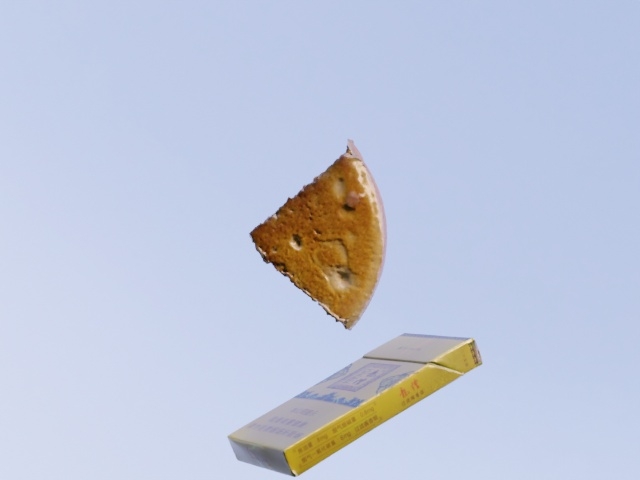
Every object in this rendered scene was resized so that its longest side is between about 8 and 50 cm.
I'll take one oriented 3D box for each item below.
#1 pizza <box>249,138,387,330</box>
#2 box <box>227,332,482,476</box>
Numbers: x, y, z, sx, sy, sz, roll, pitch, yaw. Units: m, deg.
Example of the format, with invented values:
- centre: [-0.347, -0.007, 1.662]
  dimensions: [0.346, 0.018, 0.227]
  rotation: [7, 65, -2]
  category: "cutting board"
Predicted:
- centre: [0.000, 0.000, 1.018]
  dimensions: [0.131, 0.041, 0.178]
  rotation: [-11, -91, 4]
  category: "pizza"
- centre: [0.040, 0.186, 1.256]
  dimensions: [0.153, 0.279, 0.041]
  rotation: [-7, -73, 61]
  category: "box"
